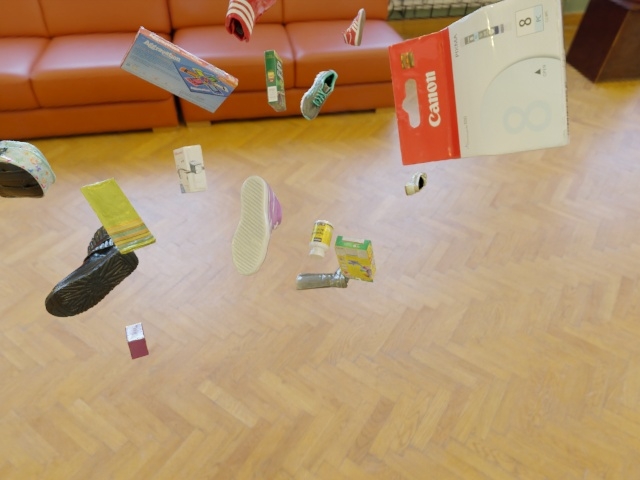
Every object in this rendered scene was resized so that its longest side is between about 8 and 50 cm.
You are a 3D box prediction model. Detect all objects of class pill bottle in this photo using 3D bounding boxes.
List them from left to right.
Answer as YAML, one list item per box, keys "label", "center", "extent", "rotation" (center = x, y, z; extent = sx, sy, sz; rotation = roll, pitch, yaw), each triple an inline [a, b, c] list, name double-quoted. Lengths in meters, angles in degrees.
- label: "pill bottle"
  center: [0.000, 0.000, 1.464]
  extent: [0.065, 0.065, 0.116]
  rotation: [10, 68, 7]

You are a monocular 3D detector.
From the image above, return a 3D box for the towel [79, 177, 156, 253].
- label: "towel"
  center: [-0.558, -0.072, 1.275]
  extent: [0.102, 0.021, 0.237]
  rotation: [-26, 72, -40]

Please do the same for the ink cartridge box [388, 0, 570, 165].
- label: "ink cartridge box"
  center: [0.333, -0.339, 1.036]
  extent: [0.385, 0.307, 0.091]
  rotation: [-3, 10, 32]

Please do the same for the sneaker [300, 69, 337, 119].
- label: "sneaker"
  center: [-0.002, -0.432, 1.353]
  extent: [0.065, 0.076, 0.166]
  rotation: [27, 80, -25]

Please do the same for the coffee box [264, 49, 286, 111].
- label: "coffee box"
  center: [-0.159, -0.560, 1.631]
  extent: [0.041, 0.184, 0.113]
  rotation: [-5, 0, 10]

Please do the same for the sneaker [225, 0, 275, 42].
- label: "sneaker"
  center: [-0.155, -0.490, 0.975]
  extent: [0.087, 0.128, 0.221]
  rotation: [27, 20, -1]

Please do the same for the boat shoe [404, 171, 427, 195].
- label: "boat shoe"
  center: [0.324, -0.188, 1.515]
  extent: [0.048, 0.056, 0.153]
  rotation: [-6, 18, 36]

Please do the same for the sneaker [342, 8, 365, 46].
- label: "sneaker"
  center: [0.113, -0.732, 1.587]
  extent: [0.067, 0.118, 0.042]
  rotation: [18, 16, 24]

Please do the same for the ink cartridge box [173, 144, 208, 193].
- label: "ink cartridge box"
  center: [-0.551, -0.299, 1.964]
  extent: [0.082, 0.190, 0.140]
  rotation: [-16, 11, -32]

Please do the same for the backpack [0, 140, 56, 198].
- label: "backpack"
  center: [-1.213, -0.280, 1.868]
  extent: [0.254, 0.225, 0.191]
  rotation: [8, 51, 13]

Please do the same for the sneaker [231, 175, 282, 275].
- label: "sneaker"
  center: [-0.160, -0.023, 1.299]
  extent: [0.102, 0.161, 0.281]
  rotation: [0, 70, 19]

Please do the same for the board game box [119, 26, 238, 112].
- label: "board game box"
  center: [-0.389, -0.464, 1.287]
  extent: [0.282, 0.145, 0.027]
  rotation: [20, 56, -36]

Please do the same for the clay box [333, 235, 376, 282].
- label: "clay box"
  center: [0.133, 0.073, 1.711]
  extent: [0.128, 0.222, 0.053]
  rotation: [9, 57, 19]

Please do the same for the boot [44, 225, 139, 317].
- label: "boot"
  center: [-0.823, 0.100, 1.656]
  extent: [0.348, 0.131, 0.260]
  rotation: [-36, 41, -16]

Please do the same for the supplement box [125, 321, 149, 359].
- label: "supplement box"
  center: [-0.468, 0.254, 1.179]
  extent: [0.043, 0.054, 0.083]
  rotation: [-13, 25, -22]

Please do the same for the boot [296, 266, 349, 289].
- label: "boot"
  center: [0.014, 0.151, 1.931]
  extent: [0.209, 0.075, 0.189]
  rotation: [-9, 17, 17]
